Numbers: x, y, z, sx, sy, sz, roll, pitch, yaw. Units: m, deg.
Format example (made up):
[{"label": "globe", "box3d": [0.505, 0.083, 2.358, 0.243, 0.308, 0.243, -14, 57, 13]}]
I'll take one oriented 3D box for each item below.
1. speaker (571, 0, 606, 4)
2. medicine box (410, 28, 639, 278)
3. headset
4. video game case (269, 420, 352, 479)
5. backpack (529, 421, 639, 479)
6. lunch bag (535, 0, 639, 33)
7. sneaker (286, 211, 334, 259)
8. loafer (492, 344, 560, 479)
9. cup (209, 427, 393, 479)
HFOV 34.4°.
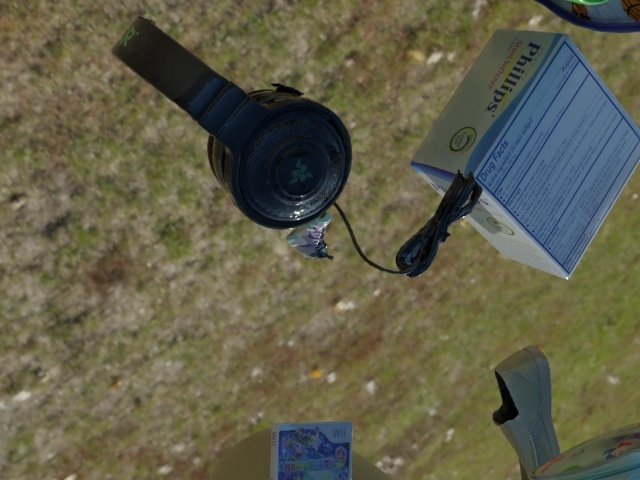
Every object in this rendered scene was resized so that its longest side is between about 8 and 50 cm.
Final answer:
[{"label": "speaker", "box3d": [0.246, -0.389, 1.224, 0.131, 0.296, 0.131, -19, 133, -21]}, {"label": "medicine box", "box3d": [0.328, -0.133, 1.593, 0.289, 0.149, 0.263, 40, 79, -35]}, {"label": "headset", "box3d": [-0.027, -0.107, 1.063, 0.185, 0.394, 0.243, -50, -169, 1]}, {"label": "video game case", "box3d": [-0.007, 0.204, 0.808, 0.087, 0.011, 0.122, 9, 80, -47]}, {"label": "backpack", "box3d": [0.282, 0.253, 0.868, 0.253, 0.191, 0.225, -20, 174, -42]}, {"label": "lunch bag", "box3d": [0.489, -0.449, 1.456, 0.327, 0.385, 0.239, -27, 107, -12]}, {"label": "sneaker", "box3d": [0.000, 0.000, 1.523, 0.098, 0.069, 0.038, -31, -168, 50]}, {"label": "loafer", "box3d": [0.334, 0.309, 1.713, 0.092, 0.269, 0.102, -8, -176, -8]}, {"label": "cup", "box3d": [-0.031, 0.389, 1.373, 0.331, 0.237, 0.331, -15, 131, -17]}]
